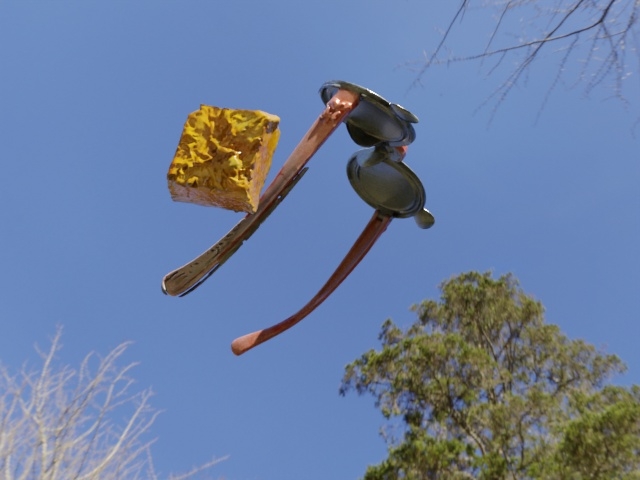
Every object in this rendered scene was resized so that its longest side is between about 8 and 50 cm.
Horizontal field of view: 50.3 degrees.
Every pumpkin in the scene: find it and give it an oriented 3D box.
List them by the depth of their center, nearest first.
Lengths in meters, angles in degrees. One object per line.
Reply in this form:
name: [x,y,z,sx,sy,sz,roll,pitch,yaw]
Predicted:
pumpkin: [-0.077,-0.065,0.544,0.074,0.054,0.083,12,-107,12]

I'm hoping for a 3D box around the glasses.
glasses: [0.000,0.000,0.672,0.118,0.234,0.268,29,-106,24]
